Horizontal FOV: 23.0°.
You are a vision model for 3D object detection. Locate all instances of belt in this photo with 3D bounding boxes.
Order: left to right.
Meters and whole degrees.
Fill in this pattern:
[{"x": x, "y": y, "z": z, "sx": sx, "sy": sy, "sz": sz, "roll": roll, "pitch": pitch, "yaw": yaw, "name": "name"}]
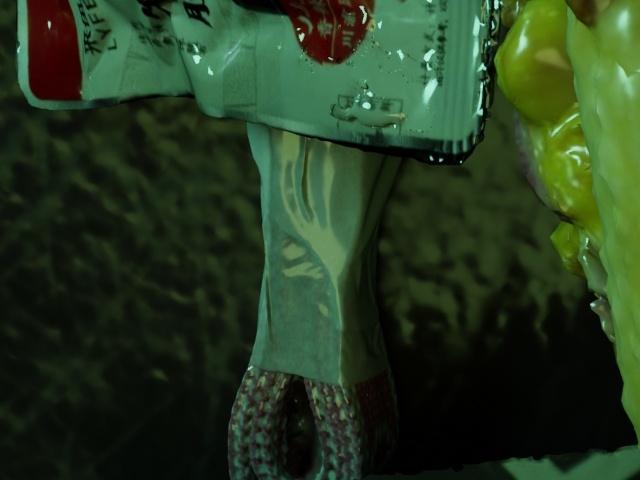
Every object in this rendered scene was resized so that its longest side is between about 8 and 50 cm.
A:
[{"x": 0.000, "y": 0.000, "z": 0.604, "sx": 0.071, "sy": 0.053, "sz": 0.232, "roll": 3, "pitch": 105, "yaw": 17, "name": "belt"}]

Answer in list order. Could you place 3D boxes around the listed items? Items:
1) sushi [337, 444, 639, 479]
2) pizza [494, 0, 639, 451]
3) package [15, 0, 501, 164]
[{"x": 0.056, "y": 0.198, "z": 0.614, "sx": 0.292, "sy": 0.059, "sz": 0.294, "roll": -12, "pitch": 111, "yaw": 20, "name": "sushi"}, {"x": 0.123, "y": -0.076, "z": 0.464, "sx": 0.114, "sy": 0.278, "sz": 0.409, "roll": -9, "pitch": 79, "yaw": 25, "name": "pizza"}, {"x": -0.037, "y": -0.112, "z": 0.540, "sx": 0.239, "sy": 0.030, "sz": 0.154, "roll": 10, "pitch": 109, "yaw": 43, "name": "package"}]
